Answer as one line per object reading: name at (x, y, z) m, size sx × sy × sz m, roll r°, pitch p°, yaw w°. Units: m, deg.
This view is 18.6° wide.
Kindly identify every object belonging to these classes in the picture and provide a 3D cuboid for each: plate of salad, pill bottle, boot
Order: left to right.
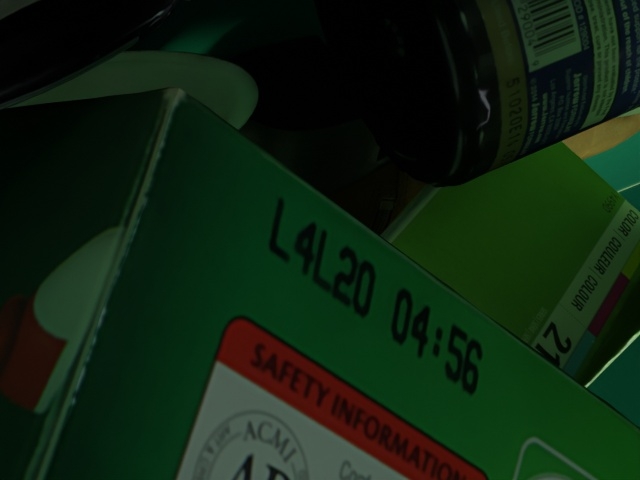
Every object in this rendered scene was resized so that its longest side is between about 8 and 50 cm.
plate of salad at (-0.122, -0.040, 0.762) m, size 0.199 × 0.048 × 0.200 m, roll -15°, pitch 166°, yaw -4°
boot at (0.035, 0.017, 1.005) m, size 0.264 × 0.096 × 0.280 m, roll -19°, pitch 143°, yaw -33°
pill bottle at (0.116, -0.114, 0.766) m, size 0.219 × 0.123 × 0.123 m, roll -23°, pitch 170°, yaw -17°

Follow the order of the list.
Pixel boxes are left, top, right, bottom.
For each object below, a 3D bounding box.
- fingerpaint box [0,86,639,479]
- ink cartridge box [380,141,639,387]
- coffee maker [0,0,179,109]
fingerpaint box at (-0.040, 0.137, 0.577) m, size 0.371 × 0.163 × 0.445 m, roll -3°, pitch 152°, yaw 44°
ink cartridge box at (0.086, -0.001, 0.788) m, size 0.255 × 0.097 × 0.189 m, roll -50°, pitch 178°, yaw 30°
coffee maker at (-0.060, -0.102, 0.385) m, size 0.178 × 0.120 × 0.171 m, roll -9°, pitch -155°, yaw -28°
